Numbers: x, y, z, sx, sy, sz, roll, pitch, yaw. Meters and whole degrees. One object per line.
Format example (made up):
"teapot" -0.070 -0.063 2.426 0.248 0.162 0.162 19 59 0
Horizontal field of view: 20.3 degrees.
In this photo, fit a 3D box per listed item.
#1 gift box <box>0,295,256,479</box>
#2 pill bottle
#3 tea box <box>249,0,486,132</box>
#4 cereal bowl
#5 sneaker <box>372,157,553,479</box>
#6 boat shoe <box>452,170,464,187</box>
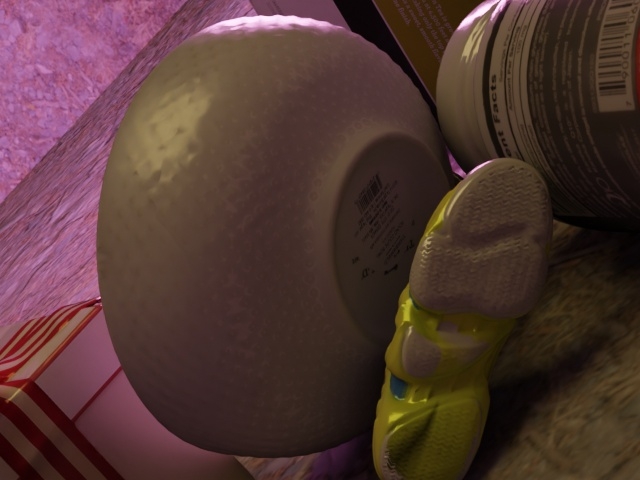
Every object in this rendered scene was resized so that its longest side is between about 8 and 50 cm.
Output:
"gift box" -0.217 0.188 1.405 0.255 0.258 0.276 -17 30 54
"pill bottle" 0.233 -0.109 1.233 0.210 0.210 0.363 -45 16 -14
"tea box" 0.149 -0.292 1.748 0.323 0.220 0.329 -17 32 28
"cereal bowl" 0.000 0.000 1.323 0.141 0.339 0.339 4 43 38
"sneaker" 0.087 0.057 1.246 0.126 0.091 0.240 -170 102 -84
"boat shoe" 0.085 -0.054 1.665 0.073 0.080 0.223 -51 14 -15
